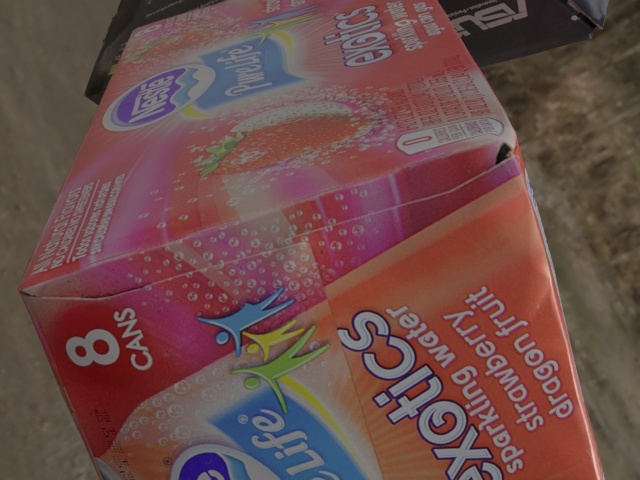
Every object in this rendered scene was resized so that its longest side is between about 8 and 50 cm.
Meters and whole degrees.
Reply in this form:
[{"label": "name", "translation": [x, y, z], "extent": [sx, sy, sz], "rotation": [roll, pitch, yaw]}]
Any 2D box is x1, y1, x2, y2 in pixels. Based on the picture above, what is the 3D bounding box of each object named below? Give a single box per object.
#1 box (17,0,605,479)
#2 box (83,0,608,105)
[{"label": "box", "translation": [0.000, 0.000, 0.476], "extent": [0.300, 0.142, 0.154], "rotation": [-96, 169, -67]}, {"label": "box", "translation": [0.027, -0.244, 0.803], "extent": [0.097, 0.395, 0.318], "rotation": [32, 63, -34]}]
